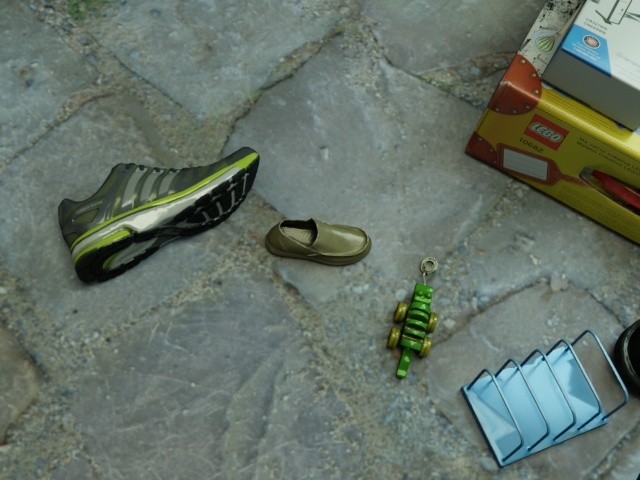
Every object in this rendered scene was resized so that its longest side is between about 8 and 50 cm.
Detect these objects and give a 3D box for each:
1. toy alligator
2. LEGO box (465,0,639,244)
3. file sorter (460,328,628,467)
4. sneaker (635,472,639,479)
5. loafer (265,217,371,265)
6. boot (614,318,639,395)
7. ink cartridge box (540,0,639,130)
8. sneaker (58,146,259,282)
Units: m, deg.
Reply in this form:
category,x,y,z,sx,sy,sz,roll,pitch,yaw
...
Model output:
category,x,y,z,sx,sy,sz,roll,pitch,yaw
toy alligator,0.134,0.094,1.576,0.056,0.051,0.189,18,63,-1
LEGO box,0.525,-0.192,1.701,0.500,0.193,0.372,28,63,4
file sorter,0.295,0.202,1.524,0.170,0.104,0.118,-19,69,-17
sneaker,0.480,0.402,1.477,0.121,0.099,0.262,-2,73,-19
loafer,0.000,0.000,1.598,0.148,0.050,0.056,1,65,-9
boot,0.589,0.111,1.530,0.348,0.260,0.131,-4,66,-12
ink cartridge box,0.411,-0.273,1.563,0.148,0.086,0.203,29,65,5
sneaker,-0.217,-0.064,1.562,0.300,0.111,0.121,-27,68,-23
